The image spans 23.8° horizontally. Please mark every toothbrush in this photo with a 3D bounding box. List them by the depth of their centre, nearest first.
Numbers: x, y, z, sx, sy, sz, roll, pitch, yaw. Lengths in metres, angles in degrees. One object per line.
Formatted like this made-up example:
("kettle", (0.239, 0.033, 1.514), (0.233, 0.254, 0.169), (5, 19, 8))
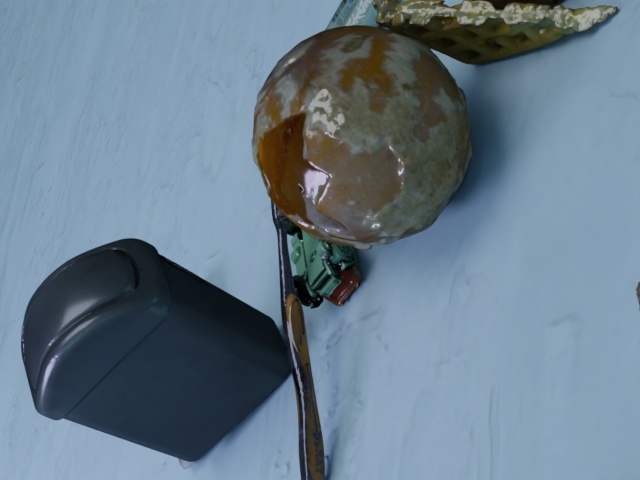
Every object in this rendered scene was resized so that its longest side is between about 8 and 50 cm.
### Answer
("toothbrush", (-0.021, 0.085, 1.368), (0.031, 0.023, 0.321), (-28, 60, 48))

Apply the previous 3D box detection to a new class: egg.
("egg", (0.033, -0.093, 1.319), (0.195, 0.195, 0.233), (-56, 32, 17))

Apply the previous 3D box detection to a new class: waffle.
("waffle", (0.142, -0.194, 1.284), (0.191, 0.125, 0.032), (-10, 61, 61))

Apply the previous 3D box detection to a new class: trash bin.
("trash bin", (-0.162, 0.105, 1.420), (0.177, 0.236, 0.101), (-45, 43, 17))

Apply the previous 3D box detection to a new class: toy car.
("toy car", (0.000, 0.000, 1.447), (0.073, 0.054, 0.143), (-52, 29, 28))

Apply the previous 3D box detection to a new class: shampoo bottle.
("shampoo bottle", (0.012, -0.190, 1.590), (0.190, 0.041, 0.069), (-57, 34, 15))

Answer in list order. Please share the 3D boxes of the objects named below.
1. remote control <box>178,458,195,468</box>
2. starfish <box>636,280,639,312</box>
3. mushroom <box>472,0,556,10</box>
("remote control", (-0.140, 0.133, 1.592), (0.073, 0.044, 0.229), (-44, 35, 29))
("starfish", (0.313, 0.051, 0.812), (0.375, 0.094, 0.327), (-1, 77, 53))
("mushroom", (0.182, -0.250, 1.297), (0.210, 0.094, 0.072), (-25, 45, 46))
